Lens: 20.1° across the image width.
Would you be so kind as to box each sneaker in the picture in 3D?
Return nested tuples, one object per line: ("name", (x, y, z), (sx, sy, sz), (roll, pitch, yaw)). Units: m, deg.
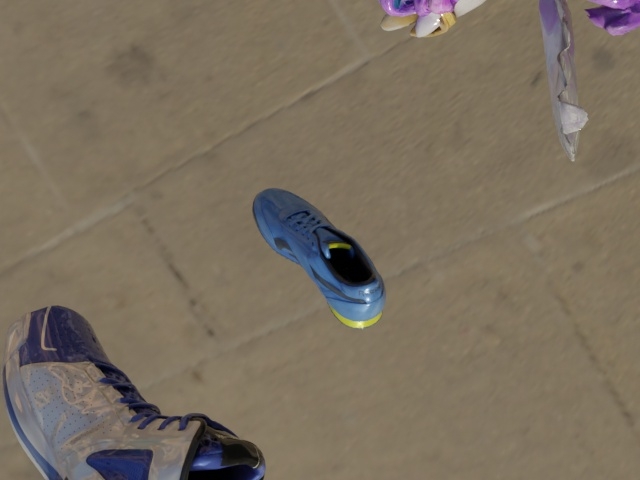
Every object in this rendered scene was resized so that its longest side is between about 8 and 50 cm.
("sneaker", (0.000, 0.000, 1.922), (0.209, 0.069, 0.082), (48, 155, 31))
("sneaker", (-0.140, 0.178, 1.493), (0.182, 0.127, 0.315), (-33, 54, 17))

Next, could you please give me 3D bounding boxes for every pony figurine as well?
("pony figurine", (0.207, -0.257, 1.534), (0.363, 0.351, 0.302), (-28, 100, 9))
